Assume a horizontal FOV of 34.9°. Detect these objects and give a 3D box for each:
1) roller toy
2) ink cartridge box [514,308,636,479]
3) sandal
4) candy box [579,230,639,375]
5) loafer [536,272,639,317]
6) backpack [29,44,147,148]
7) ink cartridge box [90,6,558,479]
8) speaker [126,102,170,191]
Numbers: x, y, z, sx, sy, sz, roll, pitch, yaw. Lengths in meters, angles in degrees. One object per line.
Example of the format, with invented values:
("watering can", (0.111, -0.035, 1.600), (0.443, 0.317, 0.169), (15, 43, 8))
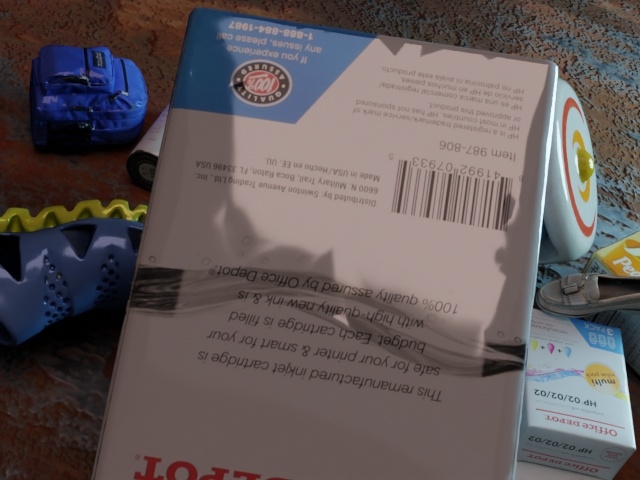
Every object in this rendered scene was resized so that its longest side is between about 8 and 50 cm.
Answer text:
("roller toy", (0.210, -0.069, 1.054), (0.146, 0.191, 0.209), (-7, 2, 26))
("ink cartridge box", (0.232, 0.157, 0.956), (0.104, 0.061, 0.181), (12, 45, -4))
("sandal", (-0.256, 0.038, 0.890), (0.318, 0.126, 0.138), (3, 50, -6))
("candy box", (0.430, 0.115, 1.037), (0.183, 0.087, 0.316), (-21, 56, -32))
("loafer", (0.274, 0.048, 0.986), (0.125, 0.039, 0.045), (1, 55, 1))
("backpack", (-0.244, -0.153, 1.084), (0.120, 0.101, 0.098), (1, 54, -20))
("ink cartridge box", (0.008, 0.049, 0.789), (0.286, 0.166, 0.394), (9, 75, 1))
("speaker", (-0.157, -0.114, 1.103), (0.055, 0.055, 0.136), (21, 45, 4))
